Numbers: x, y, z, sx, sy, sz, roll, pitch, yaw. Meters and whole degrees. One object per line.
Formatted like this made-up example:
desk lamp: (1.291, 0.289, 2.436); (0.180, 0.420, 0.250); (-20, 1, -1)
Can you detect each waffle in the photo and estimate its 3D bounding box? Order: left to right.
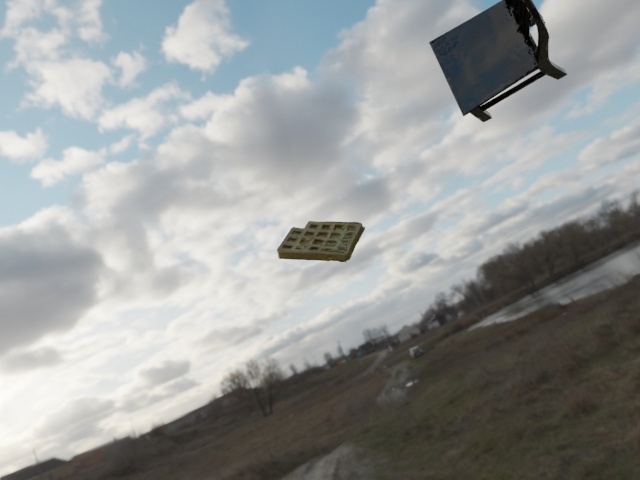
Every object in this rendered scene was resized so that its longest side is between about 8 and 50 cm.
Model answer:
waffle: (0.000, 0.000, 0.942); (0.135, 0.021, 0.092); (3, 43, 27)

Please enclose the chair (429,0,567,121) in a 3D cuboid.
chair: (0.154, -0.180, 0.516); (0.101, 0.084, 0.212); (-28, -11, 28)
